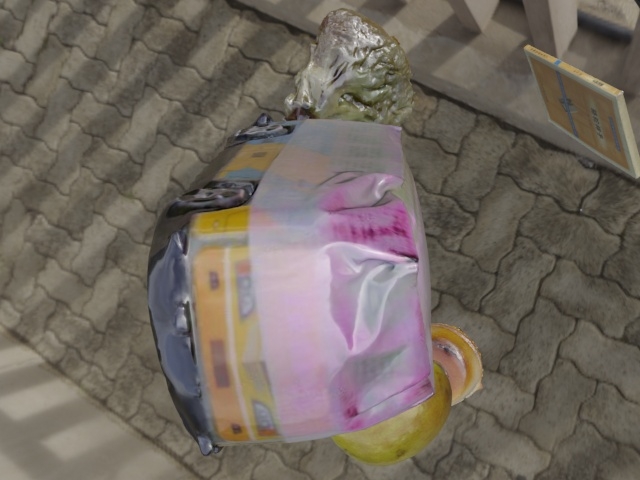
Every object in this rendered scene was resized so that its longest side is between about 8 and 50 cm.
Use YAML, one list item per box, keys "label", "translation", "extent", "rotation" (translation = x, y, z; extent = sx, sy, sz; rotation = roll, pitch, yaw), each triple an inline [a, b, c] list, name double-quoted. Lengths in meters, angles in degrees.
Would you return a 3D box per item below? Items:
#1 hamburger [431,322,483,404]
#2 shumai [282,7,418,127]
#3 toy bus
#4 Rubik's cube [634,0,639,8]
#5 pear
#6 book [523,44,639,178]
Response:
- label: "hamburger"
  translation: [0.306, 0.323, 1.802]
  extent: [0.236, 0.147, 0.237]
  rotation: [3, 99, 21]
- label: "shumai"
  translation: [0.065, -0.362, 1.678]
  extent: [0.217, 0.283, 0.346]
  rotation: [9, 137, 40]
- label: "toy bus"
  translation: [0.000, 0.000, 0.549]
  extent: [0.162, 0.386, 0.171]
  rotation: [-8, 108, 7]
- label: "Rubik's cube"
  translation: [0.190, -0.314, 0.510]
  extent: [0.284, 0.234, 0.250]
  rotation: [-24, 127, -2]
- label: "pear"
  translation: [0.097, 0.234, 1.035]
  extent: [0.199, 0.200, 0.200]
  rotation: [1, 93, 21]
- label: "book"
  translation: [0.424, -0.214, 1.134]
  extent: [0.018, 0.170, 0.242]
  rotation: [-34, 37, 2]
